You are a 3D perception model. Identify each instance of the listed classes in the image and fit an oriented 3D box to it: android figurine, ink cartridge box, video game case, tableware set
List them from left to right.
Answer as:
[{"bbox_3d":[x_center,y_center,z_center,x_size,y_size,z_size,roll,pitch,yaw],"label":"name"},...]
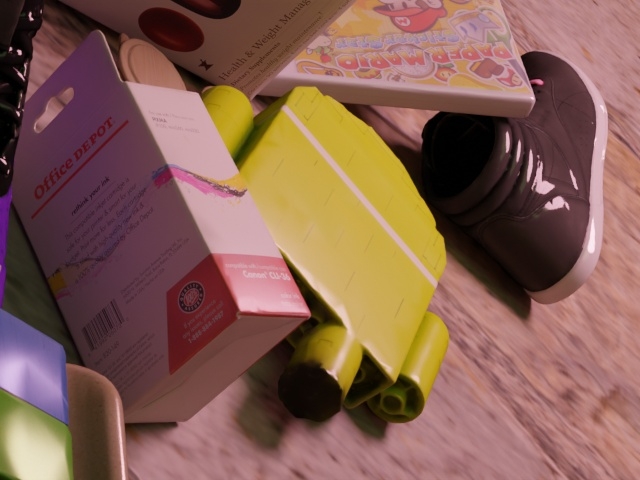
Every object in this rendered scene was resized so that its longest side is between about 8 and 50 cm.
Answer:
[{"bbox_3d":[-0.101,-0.009,1.034,0.067,0.115,0.198,4,52,-52],"label":"ink cartridge box"},{"bbox_3d":[-0.078,-0.063,1.233,0.168,0.020,0.141,23,43,-45],"label":"tableware set"},{"bbox_3d":[0.000,0.000,1.206,0.248,0.056,0.273,48,30,-14],"label":"android figurine"},{"bbox_3d":[0.041,-0.184,1.443,0.227,0.026,0.206,4,47,-19],"label":"video game case"}]

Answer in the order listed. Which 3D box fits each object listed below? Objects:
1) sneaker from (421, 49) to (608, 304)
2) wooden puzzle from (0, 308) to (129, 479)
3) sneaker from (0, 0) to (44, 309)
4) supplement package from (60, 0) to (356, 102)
[{"bbox_3d":[0.157,-0.094,1.513,0.147,0.104,0.296,40,34,-28],"label":"sneaker"},{"bbox_3d":[-0.193,0.097,0.668,0.348,0.080,0.322,31,33,-35],"label":"wooden puzzle"},{"bbox_3d":[-0.200,-0.083,0.951,0.102,0.146,0.293,22,38,-41],"label":"sneaker"},{"bbox_3d":[-0.074,-0.241,1.269,0.203,0.194,0.149,26,35,-36],"label":"supplement package"}]
